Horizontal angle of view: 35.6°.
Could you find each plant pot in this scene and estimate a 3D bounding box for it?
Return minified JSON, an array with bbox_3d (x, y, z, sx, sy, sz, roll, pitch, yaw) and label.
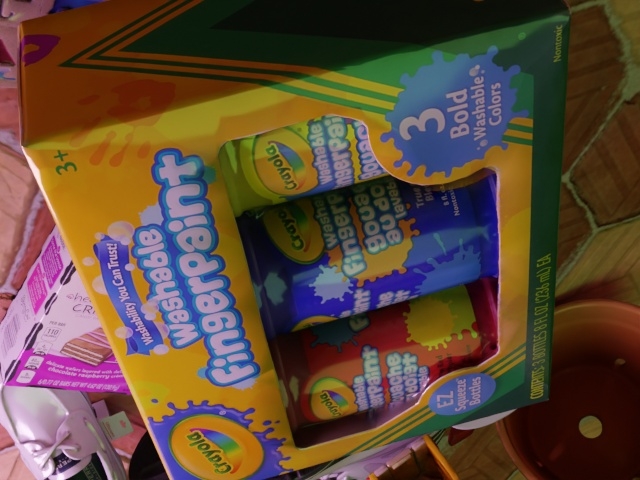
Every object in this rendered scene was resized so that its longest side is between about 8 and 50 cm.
[{"bbox_3d":[0.393,0.249,1.426,0.291,0.290,0.203,-29,158,-2],"label":"plant pot"}]

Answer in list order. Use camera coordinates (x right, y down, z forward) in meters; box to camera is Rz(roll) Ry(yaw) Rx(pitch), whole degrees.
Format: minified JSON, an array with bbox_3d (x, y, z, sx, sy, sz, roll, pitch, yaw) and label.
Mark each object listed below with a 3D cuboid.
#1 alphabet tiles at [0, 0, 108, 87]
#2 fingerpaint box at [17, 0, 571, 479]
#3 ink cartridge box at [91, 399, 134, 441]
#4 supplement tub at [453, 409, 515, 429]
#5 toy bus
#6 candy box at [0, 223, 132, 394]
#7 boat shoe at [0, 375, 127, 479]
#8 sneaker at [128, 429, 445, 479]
[{"bbox_3d":[-0.210,-0.254,0.709,0.285,0.011,0.342,0,132,-31],"label":"alphabet tiles"},{"bbox_3d":[0.000,0.000,0.837,0.371,0.163,0.444,-14,135,-5],"label":"fingerpaint box"},{"bbox_3d":[-0.264,0.216,1.157,0.083,0.028,0.048,-21,139,-9],"label":"ink cartridge box"},{"bbox_3d":[0.154,0.103,1.159,0.144,0.199,0.144,-17,139,-16],"label":"supplement tub"},{"bbox_3d":[0.132,0.331,1.269,0.202,0.104,0.191,-6,138,-44],"label":"toy bus"},{"bbox_3d":[-0.202,0.050,0.987,0.159,0.071,0.233,12,125,-38],"label":"candy box"},{"bbox_3d":[-0.275,0.219,1.078,0.095,0.084,0.258,-31,126,-2],"label":"boat shoe"},{"bbox_3d":[-0.011,0.285,1.275,0.448,0.169,0.257,-19,138,-17],"label":"sneaker"}]
